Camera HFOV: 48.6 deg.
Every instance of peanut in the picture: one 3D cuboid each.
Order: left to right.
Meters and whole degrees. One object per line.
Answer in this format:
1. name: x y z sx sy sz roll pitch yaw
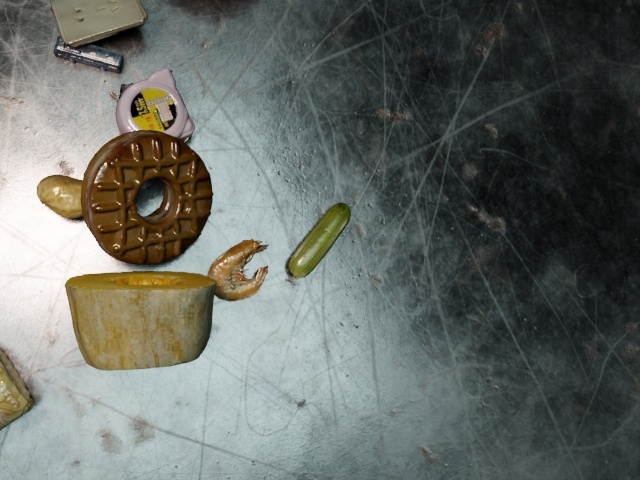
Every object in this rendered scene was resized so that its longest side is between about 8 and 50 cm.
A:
1. peanut: -0.565 -0.099 1.706 0.230 0.098 0.103 10 100 -11

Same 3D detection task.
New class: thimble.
1. thimble: -0.755 0.339 1.595 0.144 0.137 0.190 -33 80 -14

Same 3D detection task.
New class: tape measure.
1. tape measure: -0.420 -0.314 1.764 0.178 0.105 0.196 -19 90 -21

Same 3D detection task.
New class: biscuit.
1. biscuit: -0.404 -0.099 1.671 0.332 0.103 0.331 -14 111 -40

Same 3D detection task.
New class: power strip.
1. power strip: -0.546 -0.551 1.763 0.213 0.064 0.198 -20 54 -12

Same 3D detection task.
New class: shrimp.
1. shrimp: -0.198 0.074 1.799 0.187 0.052 0.132 -43 106 -6

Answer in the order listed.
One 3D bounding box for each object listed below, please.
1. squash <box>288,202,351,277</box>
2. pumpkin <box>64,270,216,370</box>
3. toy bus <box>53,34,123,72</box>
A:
1. squash: 0.000 0.000 1.836 0.069 0.069 0.239 39 76 -6
2. pumpkin: -0.409 0.179 1.614 0.333 0.332 0.199 4 96 -12
3. toy bus: -0.575 -0.462 1.760 0.166 0.065 0.047 13 82 -12
